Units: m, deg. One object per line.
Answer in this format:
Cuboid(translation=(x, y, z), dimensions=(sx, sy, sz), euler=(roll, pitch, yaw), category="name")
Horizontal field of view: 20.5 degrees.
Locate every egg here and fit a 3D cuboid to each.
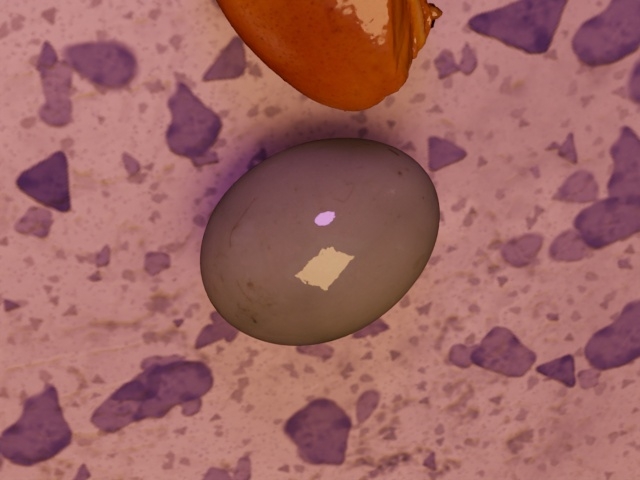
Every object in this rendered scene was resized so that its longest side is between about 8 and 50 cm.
Cuboid(translation=(0.000, 0.000, 1.353), dimensions=(0.192, 0.149, 0.149), euler=(-25, 126, 3), category="egg")

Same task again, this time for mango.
Cuboid(translation=(-0.006, -0.205, 1.225), dimensions=(0.154, 0.126, 0.252), euler=(-16, 120, 24), category="mango")
